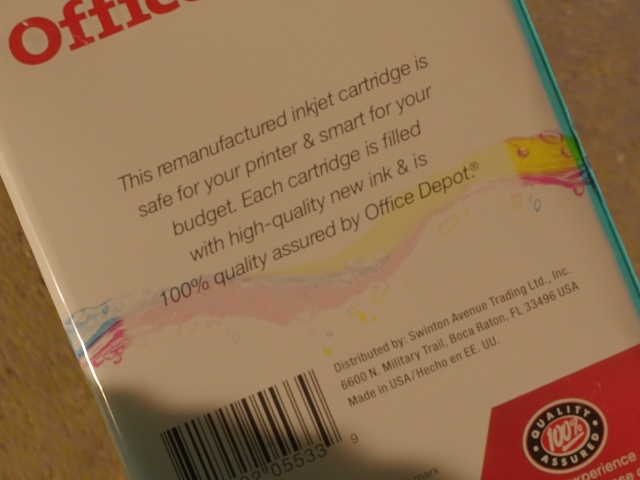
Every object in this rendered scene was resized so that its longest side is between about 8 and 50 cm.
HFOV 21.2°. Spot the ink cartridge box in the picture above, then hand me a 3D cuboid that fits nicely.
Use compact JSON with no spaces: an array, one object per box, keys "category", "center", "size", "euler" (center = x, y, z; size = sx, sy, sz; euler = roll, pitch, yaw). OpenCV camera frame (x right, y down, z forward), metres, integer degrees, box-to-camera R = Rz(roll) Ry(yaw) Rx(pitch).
[{"category":"ink cartridge box","center":[0.000,0.000,0.421],"size":[0.127,0.072,0.175],"euler":[-22,92,-3]}]
